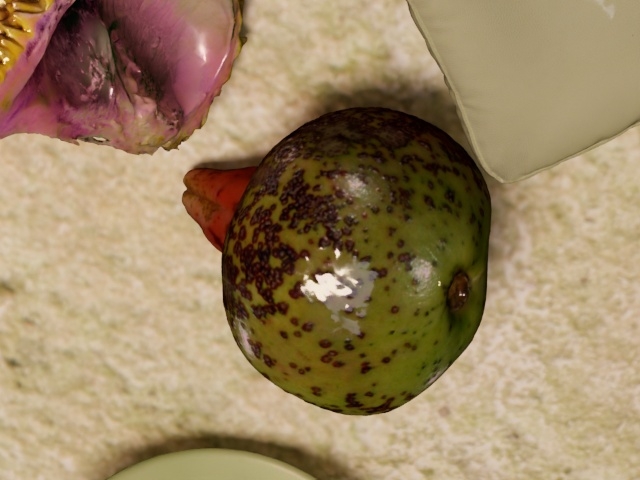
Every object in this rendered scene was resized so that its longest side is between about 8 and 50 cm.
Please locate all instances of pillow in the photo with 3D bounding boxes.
[{"bbox_3d":[0.155,-0.212,0.870,0.255,0.120,0.322,-23,116,13],"label":"pillow"}]

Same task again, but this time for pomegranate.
[{"bbox_3d":[0.000,0.000,0.976,0.248,0.214,0.214,25,126,31],"label":"pomegranate"}]

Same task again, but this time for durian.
[{"bbox_3d":[-0.142,-0.144,0.872,0.186,0.260,0.154,-40,76,6],"label":"durian"}]

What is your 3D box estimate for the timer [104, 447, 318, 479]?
[{"bbox_3d":[-0.098,0.372,1.162,0.291,0.291,0.315,8,143,-4],"label":"timer"}]
